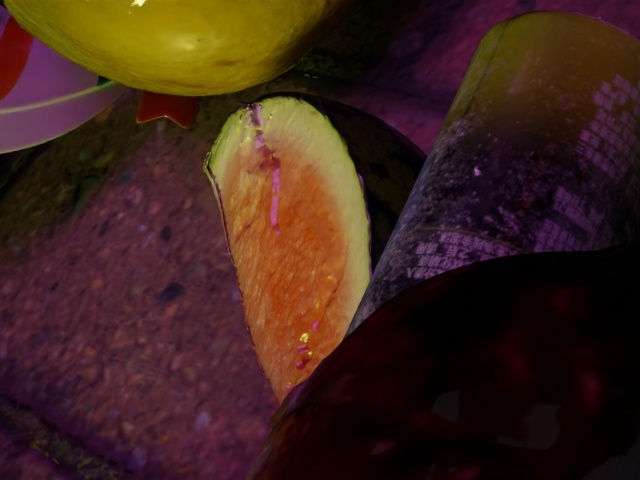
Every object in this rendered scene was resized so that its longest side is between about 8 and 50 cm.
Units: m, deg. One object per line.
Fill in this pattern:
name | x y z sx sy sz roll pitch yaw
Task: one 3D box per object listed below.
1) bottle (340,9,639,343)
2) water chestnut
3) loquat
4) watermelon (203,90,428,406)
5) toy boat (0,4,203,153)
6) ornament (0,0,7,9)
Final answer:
bottle | 0.048 0.061 0.628 0.093 0.093 0.330 -1 53 41
water chestnut | 0.104 0.128 0.375 0.289 0.289 0.244 37 105 53
loquat | -0.054 -0.177 0.877 0.246 0.213 0.213 3 48 4
watermelon | 0.003 0.003 0.764 0.119 0.063 0.245 -50 39 19
toy boat | -0.239 -0.090 0.936 0.318 0.072 0.219 25 55 5
ornament | -0.278 -0.111 1.061 0.130 0.120 0.285 -11 47 9
